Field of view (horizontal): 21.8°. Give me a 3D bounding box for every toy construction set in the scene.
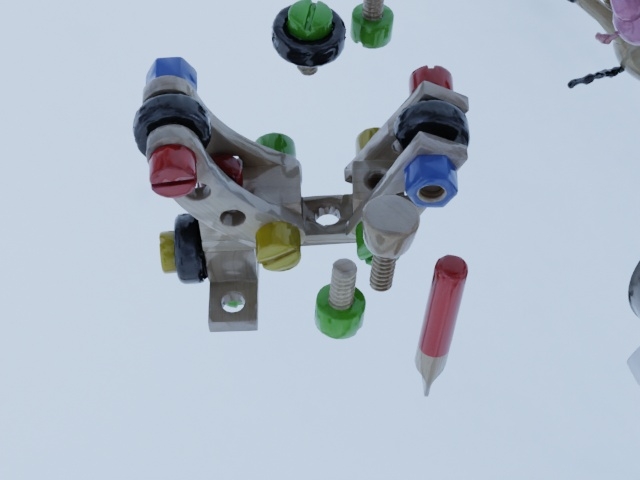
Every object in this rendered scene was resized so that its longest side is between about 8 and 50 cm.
[{"bbox_3d":[0.000,0.000,1.280,0.309,0.257,0.237,57,155,34],"label":"toy construction set"}]

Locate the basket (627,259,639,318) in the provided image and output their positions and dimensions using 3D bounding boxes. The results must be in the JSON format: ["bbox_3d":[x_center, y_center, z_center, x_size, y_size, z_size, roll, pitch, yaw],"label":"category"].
[{"bbox_3d":[0.348,0.105,1.229,0.154,0.204,0.227,-29,58,9],"label":"basket"}]

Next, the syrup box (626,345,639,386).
[{"bbox_3d":[0.251,0.021,0.726,0.237,0.096,0.093,-55,45,36],"label":"syrup box"}]

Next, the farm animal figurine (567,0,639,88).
[{"bbox_3d":[0.366,-0.223,1.199,0.172,0.327,0.330,46,164,-11],"label":"farm animal figurine"}]
